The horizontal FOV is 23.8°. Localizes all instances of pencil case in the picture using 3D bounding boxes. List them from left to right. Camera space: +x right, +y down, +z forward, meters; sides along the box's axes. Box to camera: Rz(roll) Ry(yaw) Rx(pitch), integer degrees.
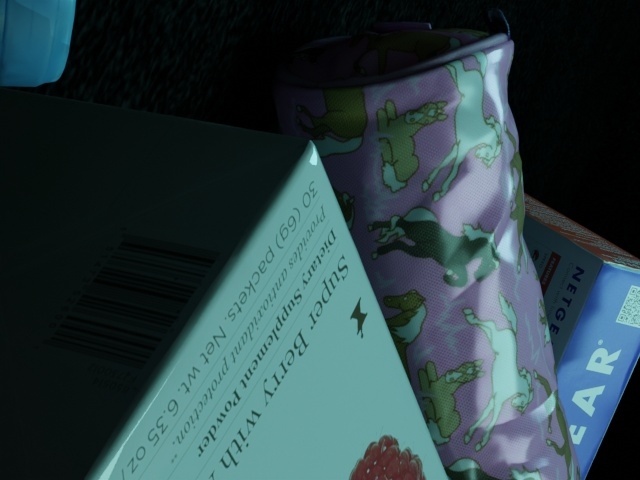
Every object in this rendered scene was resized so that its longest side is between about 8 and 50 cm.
[{"bbox_3d":[0.082,0.050,0.985,0.167,0.160,0.386,-19,105,-22],"label":"pencil case"}]

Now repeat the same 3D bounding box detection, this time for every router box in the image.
[{"bbox_3d":[0.121,0.122,1.334,0.082,0.301,0.335,14,104,-34],"label":"router box"}]

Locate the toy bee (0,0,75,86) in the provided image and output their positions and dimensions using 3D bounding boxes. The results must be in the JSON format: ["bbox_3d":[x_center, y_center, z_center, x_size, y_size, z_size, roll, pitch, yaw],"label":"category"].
[{"bbox_3d":[-0.120,-0.113,0.348,0.195,0.298,0.162,0,86,-39],"label":"toy bee"}]

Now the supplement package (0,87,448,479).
[{"bbox_3d":[-0.070,0.108,0.613,0.177,0.175,0.293,-58,144,-31],"label":"supplement package"}]
